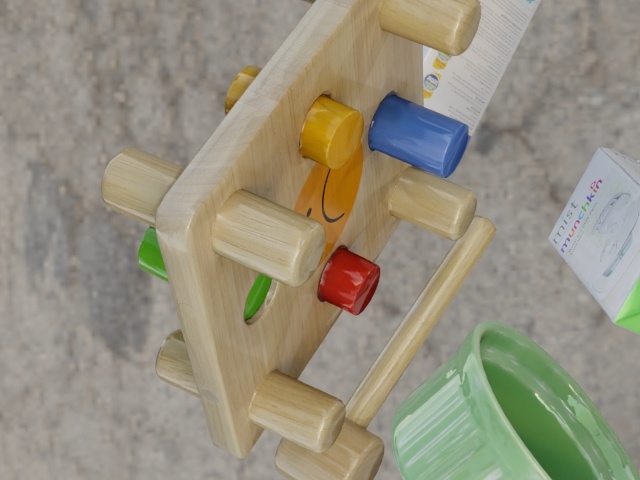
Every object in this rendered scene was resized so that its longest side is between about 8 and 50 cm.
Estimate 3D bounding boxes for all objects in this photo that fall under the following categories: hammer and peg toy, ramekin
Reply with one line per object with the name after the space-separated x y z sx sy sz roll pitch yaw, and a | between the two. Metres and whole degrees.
0.000 0.000 0.937 0.127 0.266 0.361 23 150 20 | hammer and peg toy
0.217 0.252 1.625 0.148 0.303 0.303 -41 57 20 | ramekin

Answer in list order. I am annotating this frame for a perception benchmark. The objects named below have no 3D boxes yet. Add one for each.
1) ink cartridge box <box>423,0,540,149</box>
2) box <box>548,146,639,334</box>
0.169 -0.247 1.741 0.065 0.186 0.311 26 93 32 | ink cartridge box
0.398 0.033 1.507 0.127 0.262 0.231 -63 17 14 | box
